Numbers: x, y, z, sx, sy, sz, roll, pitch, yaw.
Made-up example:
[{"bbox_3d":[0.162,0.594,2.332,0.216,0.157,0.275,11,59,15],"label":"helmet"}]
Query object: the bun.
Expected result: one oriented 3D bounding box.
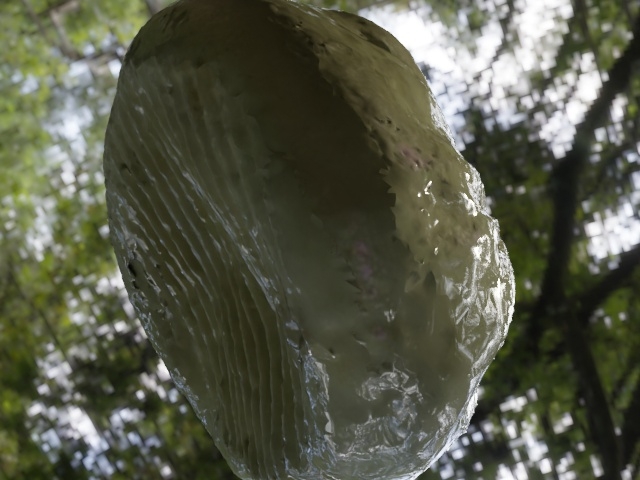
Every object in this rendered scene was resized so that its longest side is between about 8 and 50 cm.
[{"bbox_3d":[0.000,0.000,0.642,0.133,0.231,0.231,-21,-153,-28],"label":"bun"}]
